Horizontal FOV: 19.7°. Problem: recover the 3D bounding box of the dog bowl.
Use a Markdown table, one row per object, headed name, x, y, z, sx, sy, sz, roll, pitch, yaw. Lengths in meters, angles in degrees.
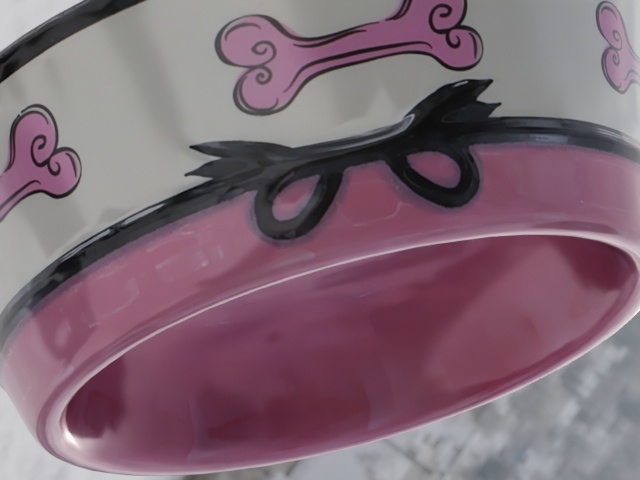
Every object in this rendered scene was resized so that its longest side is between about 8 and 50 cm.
| name | x | y | z | sx | sy | sz | roll | pitch | yaw |
| --- | --- | --- | --- | --- | --- | --- | --- | --- | --- |
| dog bowl | 0.000 | 0.000 | 0.980 | 0.408 | 0.150 | 0.408 | -13 | 159 | -5 |
